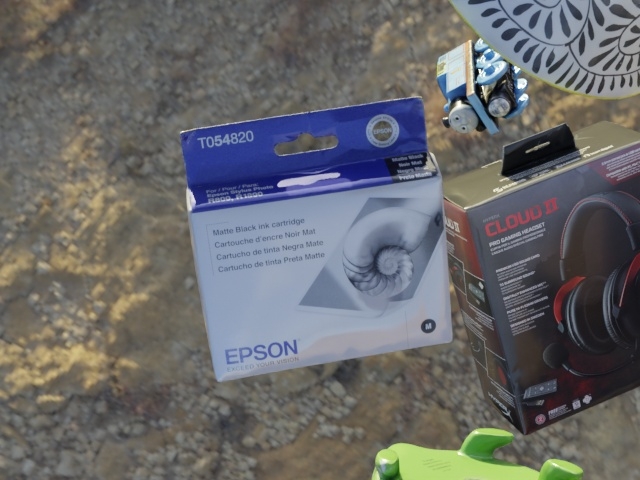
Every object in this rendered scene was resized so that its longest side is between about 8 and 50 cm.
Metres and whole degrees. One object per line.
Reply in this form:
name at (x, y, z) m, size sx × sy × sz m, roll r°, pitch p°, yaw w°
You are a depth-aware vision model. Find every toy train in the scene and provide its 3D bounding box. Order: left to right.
toy train at (0.202, -0.195, 1.503) m, size 0.105 × 0.080 × 0.184 m, roll -29°, pitch 26°, yaw 22°

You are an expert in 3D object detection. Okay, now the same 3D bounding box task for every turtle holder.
turtle holder at (0.153, 0.365, 1.449) m, size 0.320 × 0.243 × 0.227 m, roll 8°, pitch 102°, yaw 28°

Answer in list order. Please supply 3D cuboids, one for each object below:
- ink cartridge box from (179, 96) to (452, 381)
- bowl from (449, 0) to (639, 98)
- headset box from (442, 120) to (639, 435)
ink cartridge box at (0.000, 0.000, 1.042) m, size 0.223 × 0.224 × 0.045 m, roll -10°, pitch 18°, yaw -7°
bowl at (0.157, -0.174, 0.706) m, size 0.080 × 0.170 × 0.170 m, roll -55°, pitch 41°, yaw 47°
headset box at (0.254, 0.023, 1.251) m, size 0.218 × 0.293 × 0.110 m, roll -20°, pitch 19°, yaw -11°
